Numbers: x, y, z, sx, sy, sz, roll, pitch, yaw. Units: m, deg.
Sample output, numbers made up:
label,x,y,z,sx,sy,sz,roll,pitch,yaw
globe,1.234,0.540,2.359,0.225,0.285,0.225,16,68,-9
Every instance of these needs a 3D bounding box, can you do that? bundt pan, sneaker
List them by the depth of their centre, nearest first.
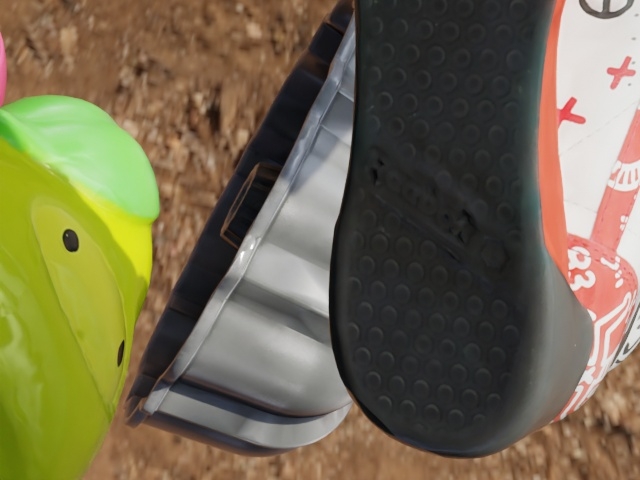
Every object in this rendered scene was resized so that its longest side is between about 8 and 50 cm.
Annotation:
label,x,y,z,sx,sy,sz,roll,pitch,yaw
sneaker,0.074,-0.082,0.509,0.090,0.145,0.270,15,107,27
bundt pan,0.000,0.000,1.185,0.124,0.331,0.331,28,111,-7

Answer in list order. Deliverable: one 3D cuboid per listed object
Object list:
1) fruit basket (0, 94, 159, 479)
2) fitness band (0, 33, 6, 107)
label,x,y,z,sx,sy,sz,roll,pitch,yaw
fruit basket,-0.191,0.086,0.675,0.392,0.283,0.392,-9,113,-23
fitness band,-0.365,-0.105,1.299,0.291,0.209,0.054,-30,145,-32
